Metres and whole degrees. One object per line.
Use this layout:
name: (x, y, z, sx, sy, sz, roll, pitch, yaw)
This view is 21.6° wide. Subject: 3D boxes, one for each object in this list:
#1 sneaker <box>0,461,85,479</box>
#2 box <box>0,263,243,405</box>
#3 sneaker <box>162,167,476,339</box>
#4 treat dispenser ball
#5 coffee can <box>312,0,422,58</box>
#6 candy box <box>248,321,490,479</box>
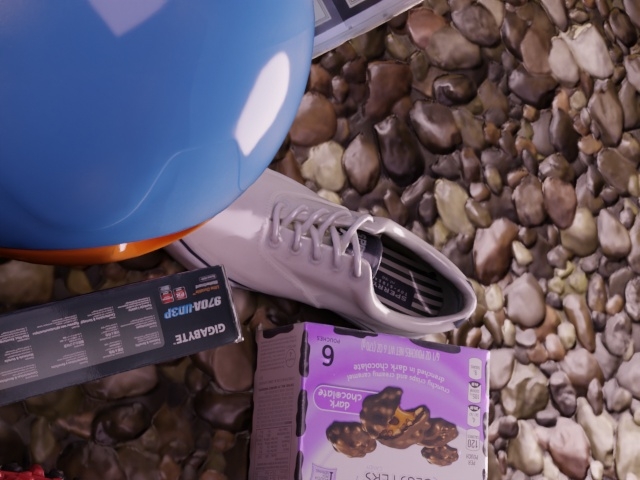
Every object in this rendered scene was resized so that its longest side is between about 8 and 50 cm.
sneaker: (-0.138, 0.226, 1.028, 0.262, 0.104, 0.125, 23, 93, -13)
box: (-0.184, 0.068, 0.986, 0.220, 0.175, 0.051, -14, 89, -36)
sneaker: (0.000, 0.000, 1.175, 0.258, 0.091, 0.094, 21, 70, -30)
treat dispenser ball: (-0.147, -0.127, 0.979, 0.288, 0.288, 0.288, 7, 77, -33)
coffee can: (-0.025, -0.276, 1.145, 0.201, 0.201, 0.275, -35, 102, -34)
candy box: (0.035, 0.167, 1.179, 0.165, 0.070, 0.196, 11, 75, -32)
